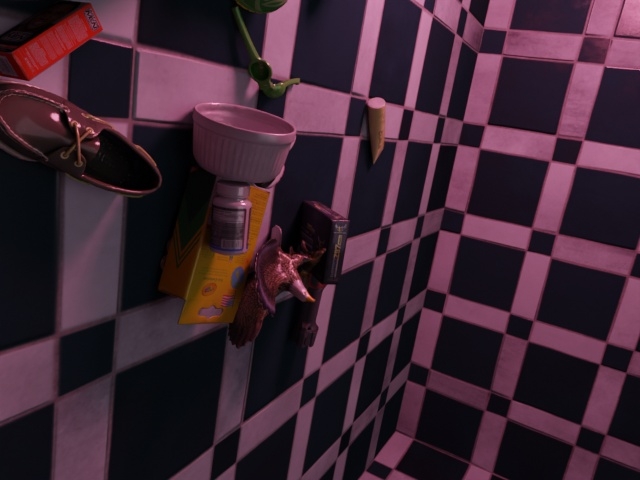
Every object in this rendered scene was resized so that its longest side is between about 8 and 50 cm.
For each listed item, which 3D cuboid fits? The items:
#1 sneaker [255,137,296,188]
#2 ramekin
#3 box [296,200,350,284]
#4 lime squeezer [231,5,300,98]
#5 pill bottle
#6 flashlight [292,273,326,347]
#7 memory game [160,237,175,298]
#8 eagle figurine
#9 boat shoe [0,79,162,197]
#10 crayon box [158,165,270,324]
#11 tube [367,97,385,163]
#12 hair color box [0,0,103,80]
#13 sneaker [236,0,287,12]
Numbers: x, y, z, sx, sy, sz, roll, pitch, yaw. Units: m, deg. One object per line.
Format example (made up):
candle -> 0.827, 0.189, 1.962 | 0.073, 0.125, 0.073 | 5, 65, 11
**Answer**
sneaker -> -0.128, -0.213, 1.284 | 0.077, 0.072, 0.178 | 43, 57, -49
ramekin -> -0.160, -0.197, 1.061 | 0.207, 0.207, 0.109 | -27, 137, -57
box -> 0.000, 0.000, 1.480 | 0.059, 0.232, 0.183 | 3, 107, -23
lime squeezer -> -0.116, -0.395, 1.196 | 0.310, 0.058, 0.110 | 29, 79, -63
pill bottle -> -0.177, -0.046, 1.038 | 0.078, 0.078, 0.137 | -19, 120, -60
flashlight -> -0.022, 0.186, 1.684 | 0.103, 0.103, 0.304 | 2, 109, -32
memory game -> -0.285, 0.042, 1.159 | 0.186, 0.012, 0.186 | -40, 138, -49
eagle figurine -> -0.114, 0.104, 1.315 | 0.298, 0.225, 0.226 | -28, 113, -41
boat shoe -> -0.365, -0.145, 0.797 | 0.305, 0.091, 0.109 | 34, 73, -63
crayon box -> -0.232, 0.019, 1.143 | 0.202, 0.081, 0.319 | 18, 87, -64
tube -> 0.201, -0.386, 1.842 | 0.070, 0.062, 0.240 | -20, 141, -9
hair color box -> -0.378, -0.277, 0.718 | 0.141, 0.072, 0.043 | -57, 150, -34
sneaker -> -0.133, -0.528, 1.006 | 0.295, 0.123, 0.109 | 12, 93, -65
